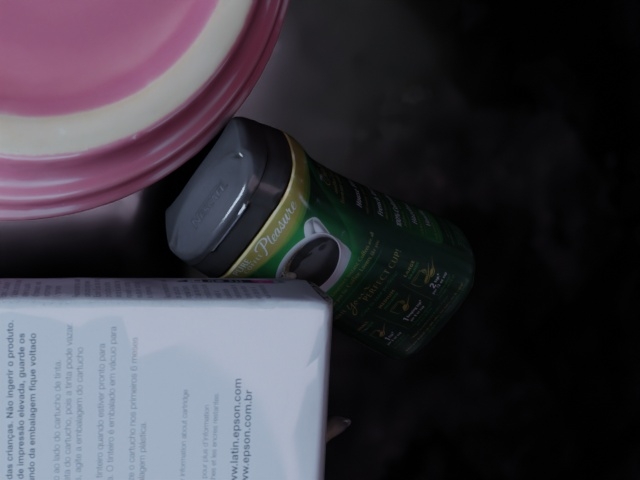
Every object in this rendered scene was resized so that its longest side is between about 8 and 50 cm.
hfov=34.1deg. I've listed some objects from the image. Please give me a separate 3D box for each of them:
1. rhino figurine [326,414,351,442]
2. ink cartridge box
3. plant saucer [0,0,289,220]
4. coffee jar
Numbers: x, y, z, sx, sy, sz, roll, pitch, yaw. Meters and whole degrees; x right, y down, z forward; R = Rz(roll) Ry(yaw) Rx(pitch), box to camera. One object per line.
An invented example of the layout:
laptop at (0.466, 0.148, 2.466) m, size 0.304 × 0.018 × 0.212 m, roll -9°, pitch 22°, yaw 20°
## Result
rhino figurine at (-0.030, 0.183, 0.662) m, size 0.073 × 0.106 × 0.243 m, roll 3°, pitch 99°, yaw -27°
ink cartridge box at (-0.164, 0.181, 0.549) m, size 0.330 × 0.071 × 0.324 m, roll 2°, pitch 99°, yaw -12°
plant saucer at (-0.156, -0.170, 0.543) m, size 0.332 × 0.084 × 0.332 m, roll -5°, pitch 102°, yaw -24°
coffee jar at (0.000, 0.000, 0.649) m, size 0.184 × 0.079 × 0.096 m, roll 27°, pitch 115°, yaw -28°
